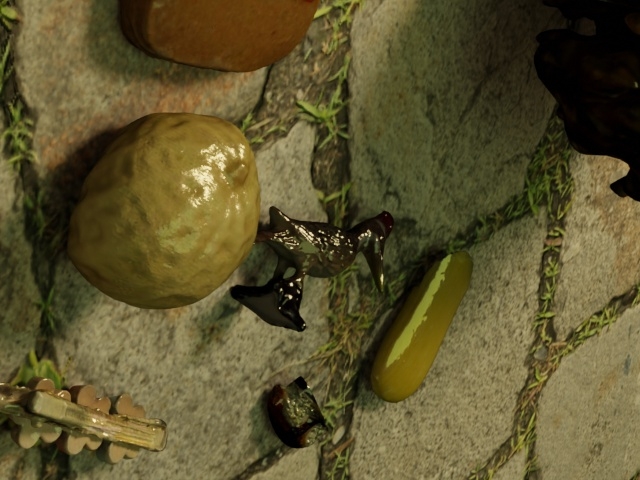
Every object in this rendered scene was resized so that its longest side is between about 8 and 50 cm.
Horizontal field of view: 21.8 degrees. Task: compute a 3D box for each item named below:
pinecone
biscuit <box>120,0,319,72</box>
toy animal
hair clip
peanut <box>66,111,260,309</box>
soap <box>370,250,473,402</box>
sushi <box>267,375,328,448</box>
[{"bbox_3d":[0.389,-0.179,1.543,0.398,0.398,0.397,-31,134,-37],"label":"pinecone"},{"bbox_3d":[-0.020,-0.249,1.261,0.262,0.052,0.277,11,103,-54],"label":"biscuit"},{"bbox_3d":[-0.003,0.011,1.447,0.202,0.070,0.105,-19,108,-40],"label":"toy animal"},{"bbox_3d":[-0.193,0.141,1.306,0.214,0.056,0.062,32,70,-64],"label":"hair clip"},{"bbox_3d":[-0.112,-0.023,1.242,0.159,0.109,0.140,-56,145,-6],"label":"peanut"},{"bbox_3d":[0.103,0.085,1.659,0.168,0.033,0.089,-60,147,-4],"label":"soap"},{"bbox_3d":[-0.027,0.160,1.548,0.046,0.044,0.083,-30,136,-7],"label":"sushi"}]
